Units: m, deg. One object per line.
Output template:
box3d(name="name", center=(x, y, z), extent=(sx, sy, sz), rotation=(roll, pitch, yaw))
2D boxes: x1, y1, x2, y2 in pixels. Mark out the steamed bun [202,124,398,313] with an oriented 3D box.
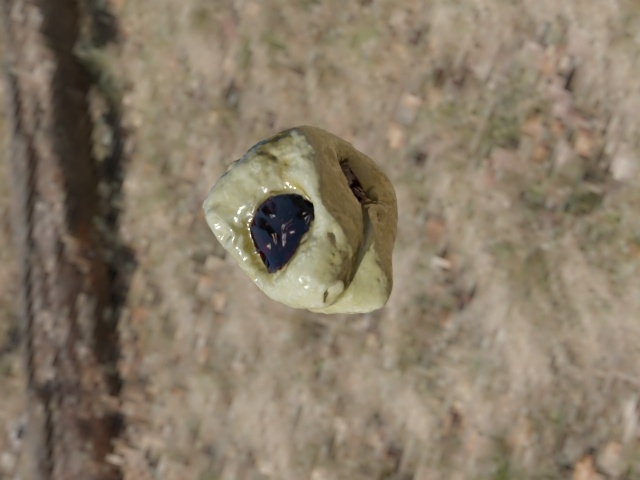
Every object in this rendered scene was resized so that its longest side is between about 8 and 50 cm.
box3d(name="steamed bun", center=(0.000, 0.000, 1.679), extent=(0.141, 0.172, 0.155), rotation=(-45, 46, 21))
